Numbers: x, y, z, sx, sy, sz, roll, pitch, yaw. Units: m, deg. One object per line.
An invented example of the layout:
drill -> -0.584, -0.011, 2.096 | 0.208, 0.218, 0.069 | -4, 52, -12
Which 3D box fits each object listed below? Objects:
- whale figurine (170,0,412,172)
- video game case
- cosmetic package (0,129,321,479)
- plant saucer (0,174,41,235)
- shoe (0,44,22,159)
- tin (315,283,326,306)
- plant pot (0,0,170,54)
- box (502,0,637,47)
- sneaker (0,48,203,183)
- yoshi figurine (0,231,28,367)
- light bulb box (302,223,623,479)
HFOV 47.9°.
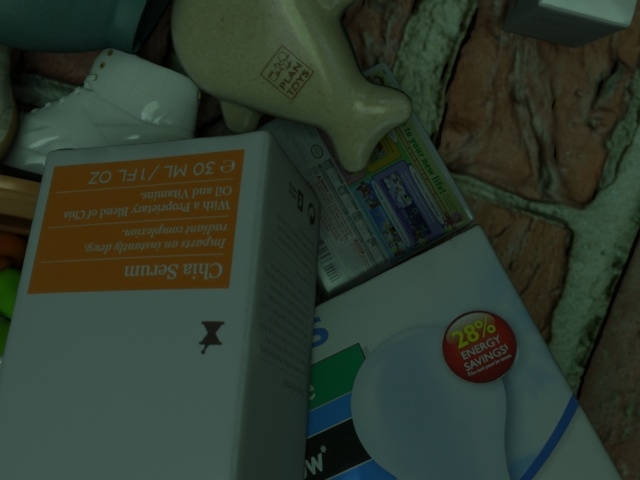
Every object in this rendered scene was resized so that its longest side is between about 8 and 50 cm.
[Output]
whale figurine -> -0.025, -0.200, 0.773 | 0.272, 0.141, 0.216 | 39, 116, -2
video game case -> 0.041, -0.069, 0.821 | 0.193, 0.023, 0.212 | -29, 85, -4
cosmetic package -> -0.140, 0.146, 0.623 | 0.230, 0.161, 0.453 | -3, 69, 17
plant saucer -> -0.333, -0.034, 0.783 | 0.200, 0.200, 0.037 | 7, 81, 0
shoe -> -0.367, -0.166, 0.772 | 0.076, 0.058, 0.219 | -15, 58, 13
tin -> 0.000, 0.000, 0.842 | 0.106, 0.040, 0.190 | -13, 85, 2
plant pot -> -0.232, -0.304, 0.703 | 0.196, 0.293, 0.293 | 26, 99, -11
box -> 0.264, -0.281, 0.740 | 0.091, 0.170, 0.130 | 14, 99, 1
sneaker -> -0.275, -0.142, 0.825 | 0.292, 0.108, 0.169 | 9, 82, 8
yoshi figurine -> -0.285, 0.156, 0.855 | 0.362, 0.203, 0.203 | 39, 58, 9
light bulb box -> 0.094, 0.238, 0.730 | 0.358, 0.225, 0.361 | -27, 66, 6
